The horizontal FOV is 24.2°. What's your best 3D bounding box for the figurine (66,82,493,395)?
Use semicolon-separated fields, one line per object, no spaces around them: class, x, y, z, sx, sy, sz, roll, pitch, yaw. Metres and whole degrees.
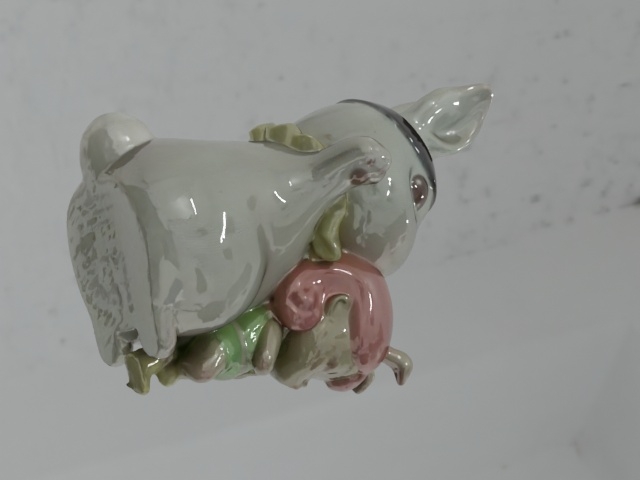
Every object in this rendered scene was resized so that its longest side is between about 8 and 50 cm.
figurine;-0.006;0.002;0.486;0.081;0.146;0.098;20;-65;53
